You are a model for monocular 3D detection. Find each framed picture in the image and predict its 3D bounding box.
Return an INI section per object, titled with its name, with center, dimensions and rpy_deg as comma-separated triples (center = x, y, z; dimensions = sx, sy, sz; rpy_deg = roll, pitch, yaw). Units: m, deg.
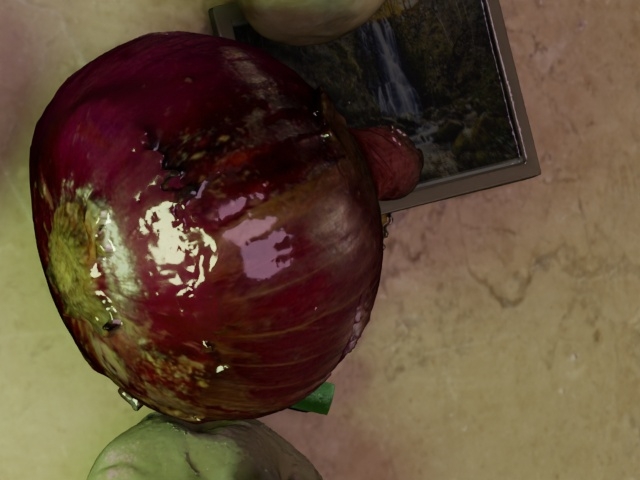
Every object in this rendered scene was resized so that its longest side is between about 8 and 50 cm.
[framed picture]
center = 0.061, -0.145, 1.487
dimensions = 0.324, 0.020, 0.240
rpy_deg = -13, 90, -24

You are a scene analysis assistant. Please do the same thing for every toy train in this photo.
[toy train]
center = -0.033, 0.145, 1.439
dimensions = 0.093, 0.056, 0.038
rpy_deg = 18, 85, -22

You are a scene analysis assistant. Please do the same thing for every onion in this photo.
[onion]
center = -0.061, -0.027, 1.289
dimensions = 0.385, 0.347, 0.348
rpy_deg = -20, 98, -36

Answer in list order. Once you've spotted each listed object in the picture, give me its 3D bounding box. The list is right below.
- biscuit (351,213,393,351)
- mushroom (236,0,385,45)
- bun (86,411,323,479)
[biscuit]
center = 0.000, 0.000, 1.474
dimensions = 0.144, 0.016, 0.203
rpy_deg = 17, 83, -23
[mushroom]
center = -0.033, -0.309, 1.366
dimensions = 0.260, 0.234, 0.254
rpy_deg = 28, 71, -67
[bun]
center = -0.105, 0.288, 1.352
dimensions = 0.273, 0.168, 0.273
rpy_deg = -4, 98, -29
